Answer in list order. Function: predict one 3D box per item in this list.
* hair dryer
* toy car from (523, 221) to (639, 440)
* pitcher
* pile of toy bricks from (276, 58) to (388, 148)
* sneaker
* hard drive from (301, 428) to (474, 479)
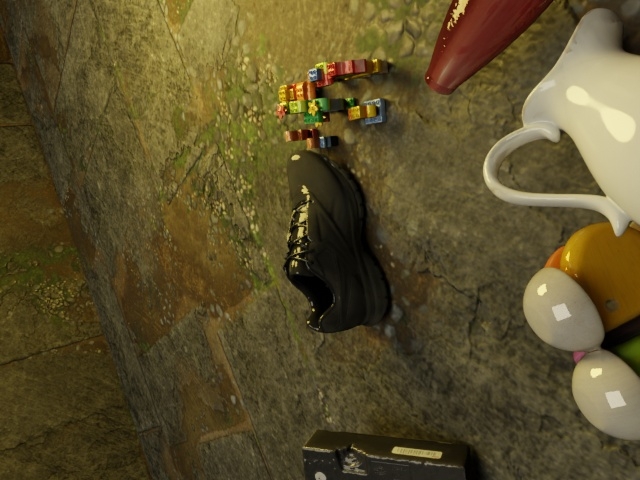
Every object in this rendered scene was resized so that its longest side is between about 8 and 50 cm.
[{"bbox_3d":[0.154,-0.287,0.482,0.223,0.080,0.293,-137,48,-58],"label":"hair dryer"},{"bbox_3d":[0.268,0.076,0.448,0.181,0.159,0.136,63,175,15],"label":"toy car"},{"bbox_3d":[0.243,-0.064,0.395,0.177,0.126,0.207,-51,47,19],"label":"pitcher"},{"bbox_3d":[-0.010,-0.188,0.716,0.212,0.105,0.117,6,106,50],"label":"pile of toy bricks"},{"bbox_3d":[0.000,0.000,0.747,0.109,0.130,0.286,-33,75,53],"label":"sneaker"},{"bbox_3d":[0.110,0.449,0.737,0.237,0.064,0.338,-5,98,25],"label":"hard drive"}]
